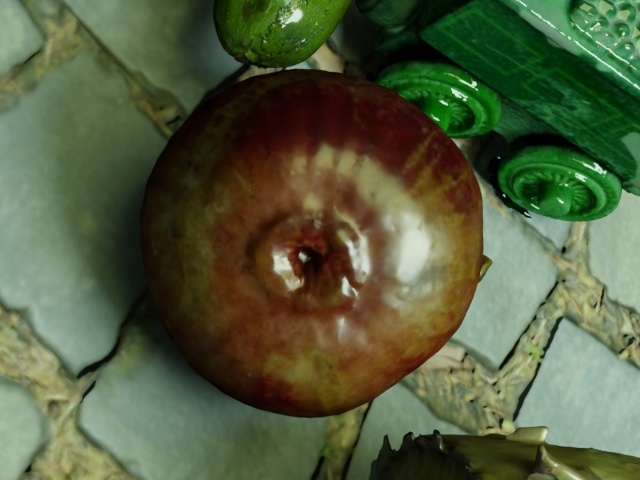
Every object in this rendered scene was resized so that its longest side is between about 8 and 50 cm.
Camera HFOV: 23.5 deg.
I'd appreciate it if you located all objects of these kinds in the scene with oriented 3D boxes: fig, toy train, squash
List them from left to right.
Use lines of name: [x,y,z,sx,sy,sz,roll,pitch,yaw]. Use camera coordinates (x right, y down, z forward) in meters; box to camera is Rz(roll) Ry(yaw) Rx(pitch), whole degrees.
fig: [-0.001,0.000,0.865,0.205,0.205,0.205,9,73,-32]
squash: [0.011,-0.230,0.969,0.087,0.087,0.332,38,48,-20]
toy train: [0.155,-0.121,0.979,0.266,0.202,0.145,30,63,-23]

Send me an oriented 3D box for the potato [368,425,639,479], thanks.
potato: [0.170,0.230,0.843,0.237,0.289,0.301,-3,101,-16]
